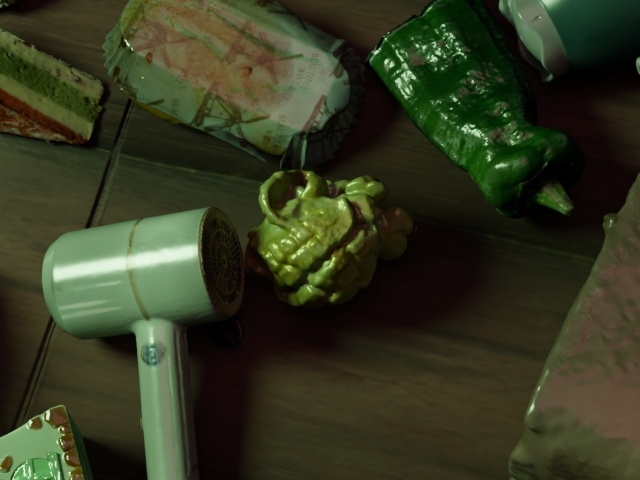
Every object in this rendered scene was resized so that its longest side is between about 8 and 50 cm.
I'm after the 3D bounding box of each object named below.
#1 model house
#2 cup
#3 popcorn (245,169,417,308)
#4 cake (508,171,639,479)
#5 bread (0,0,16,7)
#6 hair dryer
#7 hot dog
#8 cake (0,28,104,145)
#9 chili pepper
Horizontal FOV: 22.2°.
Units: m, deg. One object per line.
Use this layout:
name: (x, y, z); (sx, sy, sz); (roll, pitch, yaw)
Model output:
model house: (-0.279, 0.236, 1.483); (0.148, 0.100, 0.127); (-18, 67, -4)
cup: (0.277, -0.244, 1.644); (0.173, 0.167, 0.300); (-29, 42, 0)
popcorn: (0.000, 0.000, 1.561); (0.162, 0.141, 0.136); (14, 69, -35)
cake: (0.320, 0.123, 1.443); (0.230, 0.237, 0.309); (22, 71, 14)
bread: (-0.375, -0.294, 1.727); (0.125, 0.082, 0.106); (-7, 56, 10)
hair dryer: (-0.156, 0.155, 1.517); (0.173, 0.107, 0.357); (-10, 78, 20)
hot dog: (-0.087, -0.176, 1.666); (0.270, 0.082, 0.163); (25, 80, 4)
cake: (-0.337, -0.175, 1.653); (0.220, 0.117, 0.086); (12, 61, 8)
chili pepper: (0.169, -0.122, 1.623); (0.136, 0.099, 0.270); (-24, 64, -18)
